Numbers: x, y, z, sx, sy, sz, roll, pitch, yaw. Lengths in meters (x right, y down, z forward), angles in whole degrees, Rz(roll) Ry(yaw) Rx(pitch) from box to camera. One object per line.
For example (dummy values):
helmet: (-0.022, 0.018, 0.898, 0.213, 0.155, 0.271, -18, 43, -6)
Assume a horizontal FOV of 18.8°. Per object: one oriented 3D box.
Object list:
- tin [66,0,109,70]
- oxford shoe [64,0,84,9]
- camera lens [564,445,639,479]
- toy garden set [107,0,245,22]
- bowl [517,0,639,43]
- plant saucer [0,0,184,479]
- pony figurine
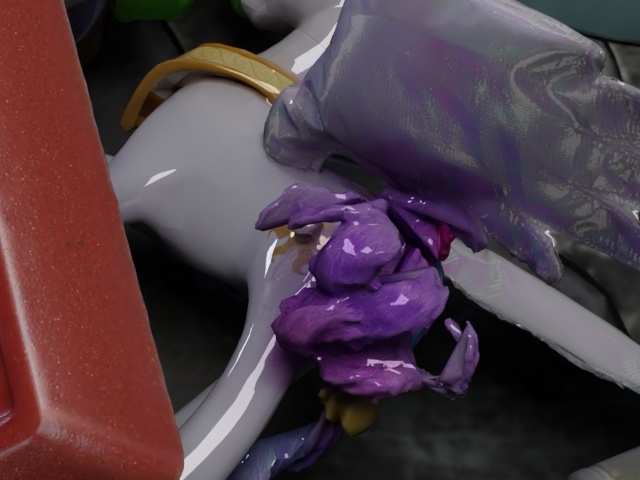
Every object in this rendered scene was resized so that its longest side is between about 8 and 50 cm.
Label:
tin: (-0.176, -0.158, 1.032, 0.106, 0.040, 0.190, -10, 59, -17)
oxford shoe: (-0.058, -0.272, 0.988, 0.169, 0.130, 0.449, 33, 46, 5)
camera lens: (0.226, 0.163, 0.745, 0.274, 0.219, 0.219, -15, 60, -3)
toy garden set: (-0.093, -0.190, 1.026, 0.244, 0.049, 0.204, -6, 57, -29)
bowl: (0.192, -0.278, 1.075, 0.311, 0.163, 0.312, 3, 57, -5)
plant saucer: (-0.198, 0.023, 0.783, 0.259, 0.047, 0.258, -26, 67, 22)
pony figurine: (0.000, 0.000, 0.834, 0.363, 0.303, 0.351, -44, 58, -10)
